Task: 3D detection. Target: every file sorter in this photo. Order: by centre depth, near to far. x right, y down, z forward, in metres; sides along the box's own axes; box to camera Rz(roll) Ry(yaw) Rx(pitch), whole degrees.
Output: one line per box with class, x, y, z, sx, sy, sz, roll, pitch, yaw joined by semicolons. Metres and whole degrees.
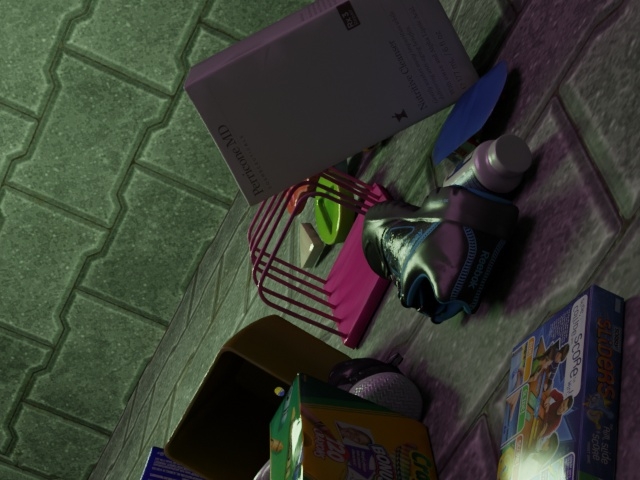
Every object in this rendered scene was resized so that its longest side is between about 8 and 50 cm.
file sorter;0.000;0.000;1.833;0.202;0.182;0.291;-63;12;11

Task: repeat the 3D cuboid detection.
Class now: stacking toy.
stacking toy;0.042;-0.110;2.170;0.309;0.130;0.280;132;132;-63

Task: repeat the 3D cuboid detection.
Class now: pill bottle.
pill bottle;0.201;-0.079;1.400;0.120;0.067;0.067;-45;24;59

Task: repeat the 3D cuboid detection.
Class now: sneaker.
sneaker;0.118;0.026;1.423;0.341;0.125;0.140;152;136;-74
sneaker;0.014;0.244;1.443;0.268;0.101;0.153;-43;11;11

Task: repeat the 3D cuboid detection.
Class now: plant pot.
plant pot;-0.061;0.228;1.651;0.212;0.212;0.187;-60;1;29

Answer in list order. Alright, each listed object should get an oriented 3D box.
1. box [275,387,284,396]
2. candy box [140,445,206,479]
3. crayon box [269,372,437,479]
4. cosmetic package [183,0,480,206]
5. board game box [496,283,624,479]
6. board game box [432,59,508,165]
box;-0.048;0.257;1.854;0.059;0.054;0.169;-68;13;-7
candy box;-0.244;0.525;1.818;0.268;0.122;0.317;89;-164;-56
crayon box;0.036;0.264;1.215;0.081;0.165;0.278;-61;13;20
cosmetic package;0.013;-0.239;1.738;0.385;0.217;0.156;-29;18;5
board game box;0.205;0.154;1.015;0.136;0.035;0.201;-51;19;51
board game box;0.215;-0.167;1.596;0.168;0.033;0.133;-40;23;53
